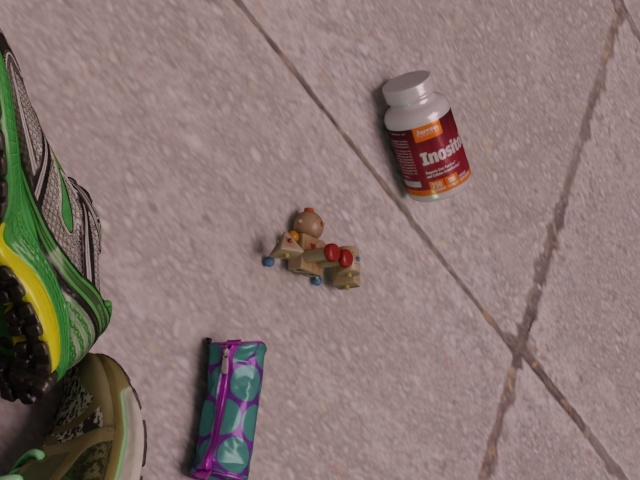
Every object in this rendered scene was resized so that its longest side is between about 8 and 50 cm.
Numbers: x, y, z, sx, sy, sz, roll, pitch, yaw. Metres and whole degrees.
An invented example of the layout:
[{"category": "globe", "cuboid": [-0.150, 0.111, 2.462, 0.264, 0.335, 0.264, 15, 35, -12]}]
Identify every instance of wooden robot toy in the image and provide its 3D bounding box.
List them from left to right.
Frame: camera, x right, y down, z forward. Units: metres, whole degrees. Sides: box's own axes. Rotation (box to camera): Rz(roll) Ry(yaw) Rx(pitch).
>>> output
[{"category": "wooden robot toy", "cuboid": [0.000, 0.000, 1.670, 0.173, 0.076, 0.079, 23, 59, -51]}]

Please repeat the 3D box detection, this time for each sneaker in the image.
[{"category": "sneaker", "cuboid": [-0.275, -0.039, 1.271, 0.146, 0.134, 0.344, -44, 131, -53]}, {"category": "sneaker", "cuboid": [-0.260, 0.245, 1.222, 0.182, 0.158, 0.410, 20, 44, -15]}]

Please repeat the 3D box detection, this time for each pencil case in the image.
[{"category": "pencil case", "cuboid": [-0.097, 0.178, 1.528, 0.070, 0.064, 0.152, 38, 57, -65]}]

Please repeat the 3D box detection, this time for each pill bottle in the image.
[{"category": "pill bottle", "cuboid": [0.130, -0.132, 1.835, 0.086, 0.086, 0.152, -45, 123, -45]}]
